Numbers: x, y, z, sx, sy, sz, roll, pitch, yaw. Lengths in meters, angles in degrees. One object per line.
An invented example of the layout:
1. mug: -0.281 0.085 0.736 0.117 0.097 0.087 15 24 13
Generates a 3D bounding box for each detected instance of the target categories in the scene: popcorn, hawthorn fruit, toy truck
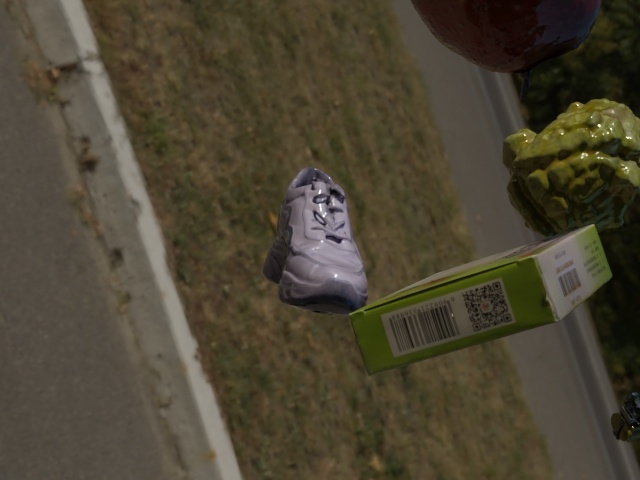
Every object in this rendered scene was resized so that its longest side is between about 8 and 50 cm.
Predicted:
1. popcorn: 0.395 -0.109 1.653 0.195 0.256 0.255 48 -22 -19
2. hawthorn fruit: 0.224 -0.307 1.341 0.254 0.254 0.300 -86 168 -57
3. toy truck: 0.461 0.240 1.486 0.052 0.123 0.062 -115 -154 -47

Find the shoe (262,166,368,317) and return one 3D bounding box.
1. shoe: 0.000 0.000 1.182 0.245 0.095 0.137 -139 -122 -73

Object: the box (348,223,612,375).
1. box: 0.157 0.049 1.005 0.260 0.175 0.062 -13 84 -65
